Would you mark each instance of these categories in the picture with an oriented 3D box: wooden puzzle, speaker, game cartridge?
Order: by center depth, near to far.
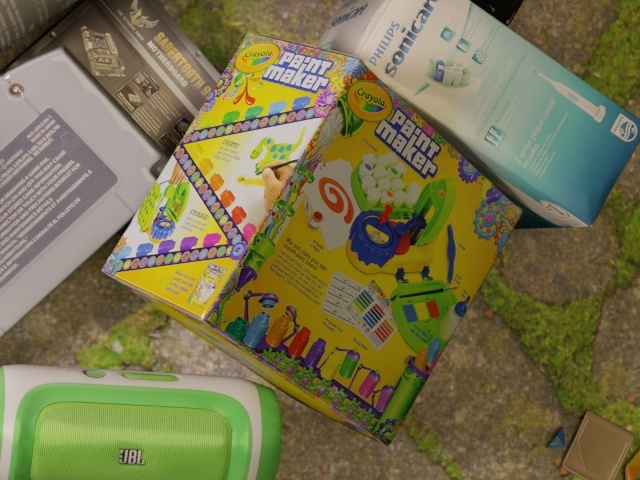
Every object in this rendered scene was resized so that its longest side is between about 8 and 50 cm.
[{"bbox_3d":[-0.307,-0.040,1.562,0.294,0.060,0.196,-41,104,4],"label":"game cartridge"},{"bbox_3d":[-0.195,0.192,1.595,0.296,0.131,0.131,5,89,-17],"label":"speaker"},{"bbox_3d":[0.311,0.236,1.804,0.116,0.014,0.078,36,76,-14],"label":"wooden puzzle"}]

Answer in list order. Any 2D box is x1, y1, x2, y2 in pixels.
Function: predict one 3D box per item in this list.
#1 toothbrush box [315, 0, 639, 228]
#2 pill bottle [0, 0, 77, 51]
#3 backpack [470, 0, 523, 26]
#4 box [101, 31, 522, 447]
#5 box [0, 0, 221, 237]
[{"bbox_3d":[0.147,-0.139,1.650,0.295,0.216,0.126,34,80,-15],"label":"toothbrush box"},{"bbox_3d":[-0.358,-0.240,1.527,0.283,0.161,0.161,-36,100,-14],"label":"pill bottle"},{"bbox_3d":[0.074,-0.416,1.630,0.355,0.273,0.290,30,85,-33],"label":"backpack"},{"bbox_3d":[0.000,0.000,1.571,0.290,0.177,0.279,39,78,-40],"label":"box"},{"bbox_3d":[-0.192,-0.131,1.631,0.183,0.056,0.231,-44,102,-13],"label":"box"}]
